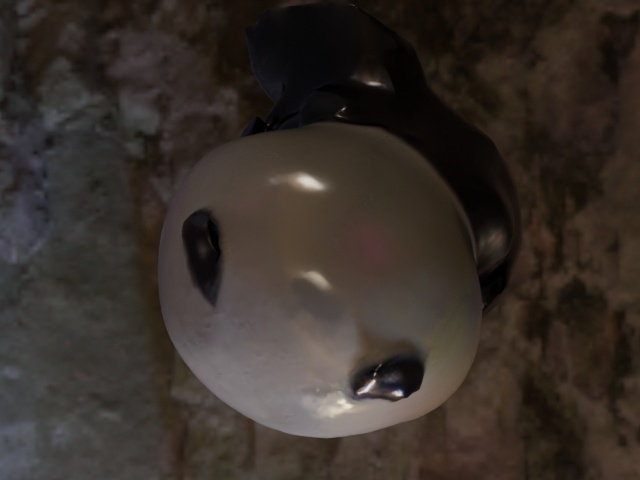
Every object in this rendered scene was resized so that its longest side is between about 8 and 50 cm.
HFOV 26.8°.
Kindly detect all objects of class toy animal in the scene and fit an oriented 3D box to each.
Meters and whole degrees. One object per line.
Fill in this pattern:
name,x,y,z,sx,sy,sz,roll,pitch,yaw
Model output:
toy animal,0.000,0.000,0.577,0.179,0.166,0.138,-57,175,-48
